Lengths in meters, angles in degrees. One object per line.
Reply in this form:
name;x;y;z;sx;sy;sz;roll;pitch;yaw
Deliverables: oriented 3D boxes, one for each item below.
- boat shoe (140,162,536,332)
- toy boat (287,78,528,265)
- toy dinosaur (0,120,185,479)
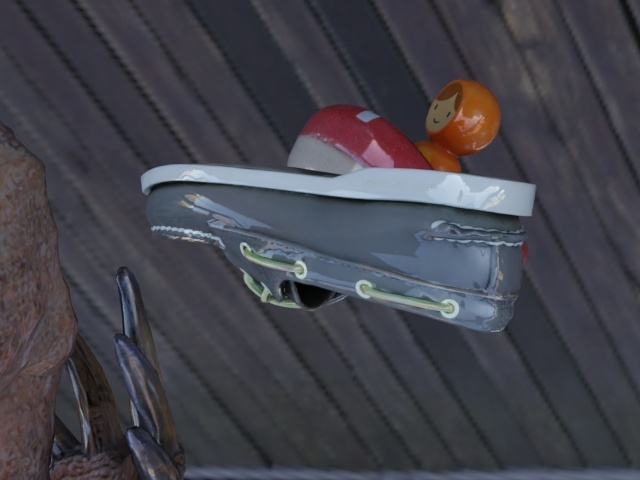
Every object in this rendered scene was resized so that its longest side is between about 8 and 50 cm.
boat shoe;-0.003;0.000;1.060;0.305;0.091;0.109;4;-179;43
toy boat;0.085;-0.057;1.326;0.151;0.151;0.231;33;-174;34
toy dinosaur;-0.099;0.036;0.411;0.127;0.200;0.295;40;139;35
